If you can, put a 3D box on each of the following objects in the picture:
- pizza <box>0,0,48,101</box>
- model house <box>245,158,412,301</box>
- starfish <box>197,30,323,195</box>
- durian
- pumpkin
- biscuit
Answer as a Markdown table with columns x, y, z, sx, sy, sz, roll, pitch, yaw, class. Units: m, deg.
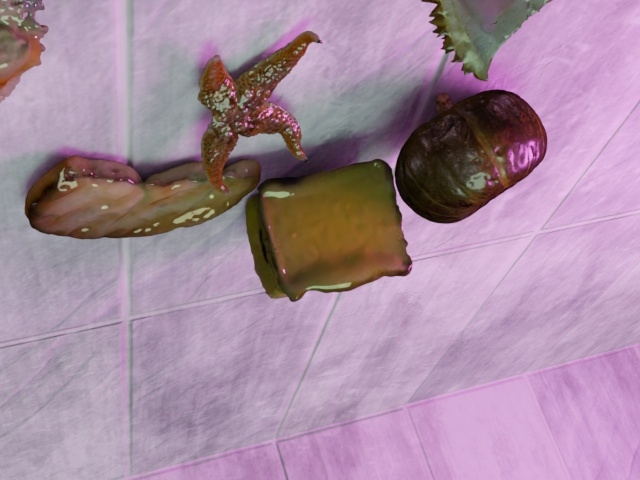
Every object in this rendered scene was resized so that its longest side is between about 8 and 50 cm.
| x | y | z | sx | sy | sz | roll | pitch | yaw | class |
| --- | --- | --- | --- | --- | --- | --- | --- | --- | --- |
| -0.483 | -0.104 | 0.827 | 0.434 | 0.080 | 0.392 | -1 | 155 | -21 | pizza |
| 0.000 | 0.000 | 1.291 | 0.193 | 0.175 | 0.234 | -14 | 173 | -14 | model house |
| -0.078 | -0.149 | 1.075 | 0.138 | 0.050 | 0.247 | -11 | 149 | -13 | starfish |
| 0.204 | -0.310 | 0.830 | 0.306 | 0.166 | 0.172 | -37 | 156 | 4 | durian |
| 0.193 | -0.123 | 1.215 | 0.219 | 0.162 | 0.219 | -30 | 176 | -2 | pumpkin |
| -0.230 | -0.055 | 1.169 | 0.299 | 0.045 | 0.154 | -2 | 148 | -34 | biscuit |
